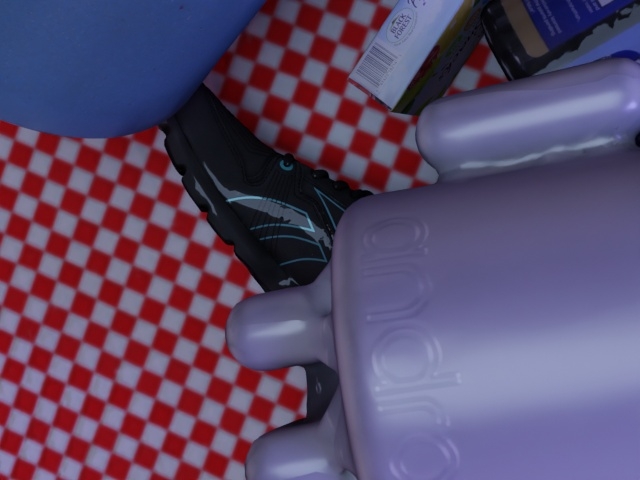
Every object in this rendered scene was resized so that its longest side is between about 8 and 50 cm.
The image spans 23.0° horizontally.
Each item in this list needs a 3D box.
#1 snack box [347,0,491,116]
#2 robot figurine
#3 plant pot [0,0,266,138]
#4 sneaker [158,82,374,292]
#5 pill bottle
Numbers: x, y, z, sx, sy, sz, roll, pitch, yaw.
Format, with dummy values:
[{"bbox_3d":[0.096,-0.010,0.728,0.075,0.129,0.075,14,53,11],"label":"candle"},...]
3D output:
[{"bbox_3d":[0.079,-0.142,0.937,0.037,0.100,0.141,36,102,11],"label":"snack box"},{"bbox_3d":[0.134,0.060,0.823,0.353,0.200,0.300,-10,90,9],"label":"robot figurine"},{"bbox_3d":[-0.112,-0.241,0.845,0.235,0.293,0.293,-40,83,36],"label":"plant pot"},{"bbox_3d":[0.000,0.000,0.982,0.106,0.101,0.267,-37,90,-1],"label":"sneaker"},{"bbox_3d":[0.212,-0.136,0.893,0.219,0.123,0.123,-30,86,14],"label":"pill bottle"}]
